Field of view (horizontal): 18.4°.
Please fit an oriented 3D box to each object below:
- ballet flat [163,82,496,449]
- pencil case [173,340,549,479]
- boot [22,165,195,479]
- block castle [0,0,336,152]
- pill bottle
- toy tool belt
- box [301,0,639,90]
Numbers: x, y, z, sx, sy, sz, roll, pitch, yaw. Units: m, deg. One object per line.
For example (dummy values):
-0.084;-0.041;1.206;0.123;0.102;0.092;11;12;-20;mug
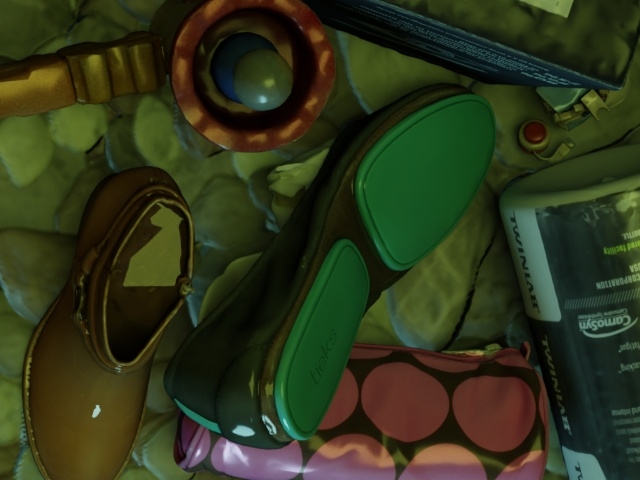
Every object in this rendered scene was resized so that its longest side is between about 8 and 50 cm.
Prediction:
0.000;0.000;1.092;0.280;0.096;0.095;-52;135;-41;ballet flat
0.023;0.096;1.132;0.209;0.095;0.098;7;85;-13;pencil case
-0.113;0.057;1.060;0.073;0.152;0.197;7;95;-15;boot
-0.183;-0.242;0.955;0.303;0.213;0.453;-15;107;-12;block castle
0.194;0.074;1.151;0.130;0.130;0.246;-17;100;-12;pill bottle
0.148;-0.088;1.159;0.083;0.051;0.052;-43;77;-6;toy tool belt
0.075;-0.154;1.056;0.153;0.207;0.108;18;91;-16;box
